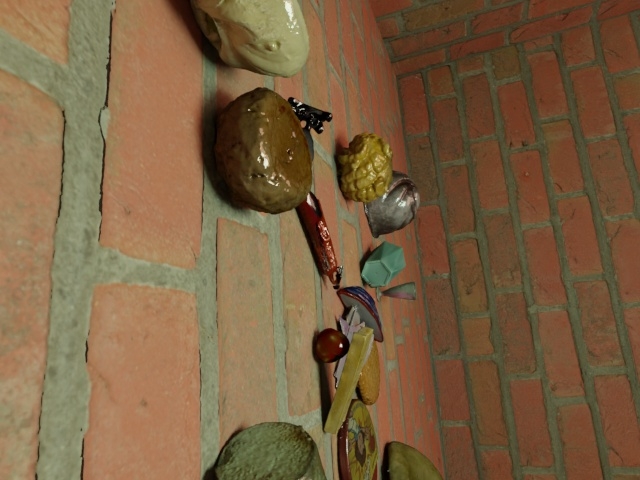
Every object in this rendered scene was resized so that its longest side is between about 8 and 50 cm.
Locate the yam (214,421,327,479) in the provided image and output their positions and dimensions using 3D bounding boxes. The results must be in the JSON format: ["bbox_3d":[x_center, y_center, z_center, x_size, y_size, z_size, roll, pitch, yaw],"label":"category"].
[{"bbox_3d":[-0.051,0.422,0.639,0.161,0.161,0.268,-36,113,-68],"label":"yam"}]

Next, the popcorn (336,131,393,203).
[{"bbox_3d":[0.154,-0.250,1.475,0.250,0.189,0.251,-1,90,-80],"label":"popcorn"}]

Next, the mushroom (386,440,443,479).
[{"bbox_3d":[0.315,0.823,1.452,0.292,0.211,0.218,-60,146,-51],"label":"mushroom"}]

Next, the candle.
[{"bbox_3d":[0.000,0.000,1.108,0.084,0.059,0.302,-46,124,-52],"label":"candle"}]

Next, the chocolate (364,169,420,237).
[{"bbox_3d":[0.316,-0.171,1.846,0.303,0.212,0.304,-8,90,-72],"label":"chocolate"}]

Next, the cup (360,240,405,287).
[{"bbox_3d":[0.228,0.096,1.627,0.134,0.148,0.235,49,25,6],"label":"cup"}]

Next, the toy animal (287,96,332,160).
[{"bbox_3d":[-0.064,-0.224,1.029,0.117,0.121,0.210,-25,-133,65],"label":"toy animal"}]

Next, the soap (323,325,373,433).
[{"bbox_3d":[0.069,0.333,1.037,0.092,0.037,0.252,-3,110,-71],"label":"soap"}]

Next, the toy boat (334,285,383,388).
[{"bbox_3d":[0.117,0.287,1.258,0.219,0.071,0.319,31,49,-41],"label":"toy boat"}]

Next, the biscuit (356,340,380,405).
[{"bbox_3d":[0.148,0.398,1.386,0.254,0.035,0.254,-10,90,-72],"label":"biscuit"}]

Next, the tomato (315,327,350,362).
[{"bbox_3d":[0.027,0.252,1.042,0.075,0.087,0.087,57,6,30],"label":"tomato"}]

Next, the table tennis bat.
[{"bbox_3d":[0.122,0.641,1.194,0.268,0.051,0.415,-41,117,-68],"label":"table tennis bat"}]

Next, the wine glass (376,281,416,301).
[{"bbox_3d":[0.303,0.209,1.724,0.073,0.154,0.074,-10,90,-70],"label":"wine glass"}]

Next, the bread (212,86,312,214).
[{"bbox_3d":[-0.105,-0.156,0.782,0.230,0.122,0.230,34,52,-58],"label":"bread"}]

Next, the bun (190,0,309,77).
[{"bbox_3d":[-0.136,-0.399,0.737,0.259,0.159,0.259,63,1,-3],"label":"bun"}]
